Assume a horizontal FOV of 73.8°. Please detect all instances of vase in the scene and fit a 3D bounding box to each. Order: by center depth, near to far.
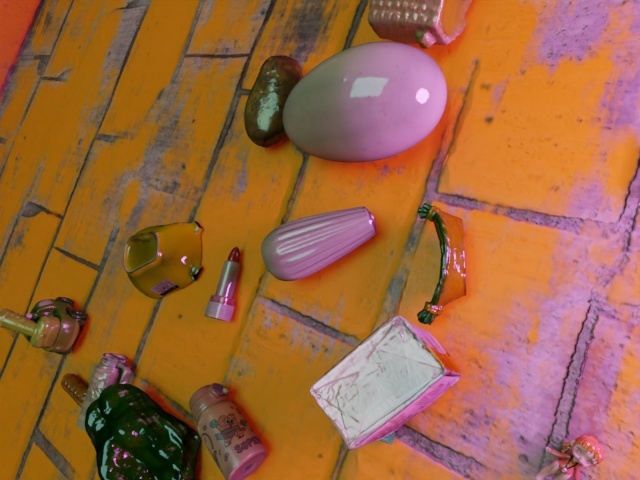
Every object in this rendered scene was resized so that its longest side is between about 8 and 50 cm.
[{"bbox_3d":[0.000,0.000,0.921,0.248,0.128,0.128,-22,65,15],"label":"vase"}]

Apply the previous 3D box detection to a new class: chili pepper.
[{"bbox_3d":[-0.427,0.501,1.000,0.385,0.167,0.213,35,97,32],"label":"chili pepper"}]

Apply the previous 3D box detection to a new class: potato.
[{"bbox_3d":[-0.120,-0.356,1.103,0.150,0.113,0.251,11,90,25],"label":"potato"}]

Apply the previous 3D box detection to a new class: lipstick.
[{"bbox_3d":[-0.232,0.106,1.069,0.063,0.057,0.186,4,73,32],"label":"lipstick"}]

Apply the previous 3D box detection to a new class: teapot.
[{"bbox_3d":[-0.587,0.419,1.174,0.107,0.077,0.200,11,82,29],"label":"teapot"}]

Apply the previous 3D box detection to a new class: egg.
[{"bbox_3d":[0.076,-0.278,0.889,0.371,0.230,0.229,0,76,37],"label":"egg"}]

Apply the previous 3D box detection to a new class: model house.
[{"bbox_3d":[0.217,-0.536,0.912,0.194,0.175,0.234,25,86,33],"label":"model house"}]

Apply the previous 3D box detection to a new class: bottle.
[{"bbox_3d":[-0.210,0.408,0.937,0.209,0.097,0.110,42,102,33],"label":"bottle"}]

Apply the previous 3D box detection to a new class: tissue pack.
[{"bbox_3d":[0.120,0.230,0.706,0.185,0.225,0.124,-43,61,6],"label":"tissue pack"}]

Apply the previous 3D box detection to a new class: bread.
[{"bbox_3d":[-0.720,0.444,1.265,0.157,0.044,0.052,18,92,34],"label":"bread"}]

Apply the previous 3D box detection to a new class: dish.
[{"bbox_3d":[-0.457,0.041,1.188,0.263,0.108,0.221,-14,70,27],"label":"dish"}]

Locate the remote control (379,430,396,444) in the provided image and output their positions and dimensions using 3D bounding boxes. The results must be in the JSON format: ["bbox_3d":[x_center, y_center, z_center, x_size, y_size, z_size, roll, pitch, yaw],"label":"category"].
[{"bbox_3d":[0.132,0.331,0.805,0.039,0.014,0.096,9,80,32],"label":"remote control"}]

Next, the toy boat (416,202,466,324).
[{"bbox_3d":[0.222,0.041,0.791,0.088,0.089,0.229,-2,78,16],"label":"toy boat"}]

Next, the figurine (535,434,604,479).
[{"bbox_3d":[0.374,0.334,0.642,0.064,0.047,0.109,48,111,24],"label":"figurine"}]

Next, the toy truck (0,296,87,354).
[{"bbox_3d":[-0.845,0.263,1.310,0.187,0.210,0.148,24,89,16],"label":"toy truck"}]
